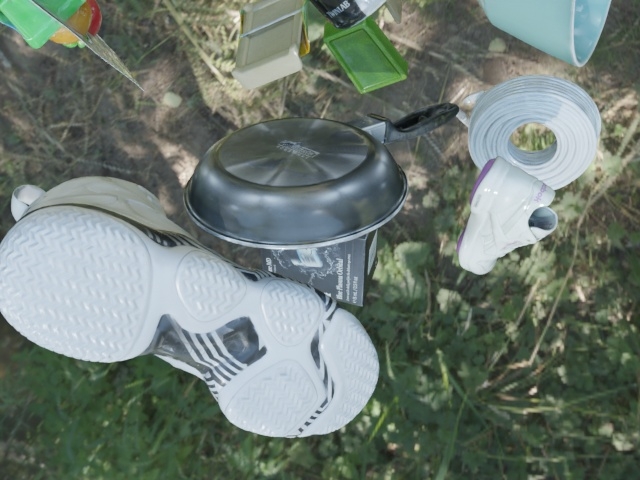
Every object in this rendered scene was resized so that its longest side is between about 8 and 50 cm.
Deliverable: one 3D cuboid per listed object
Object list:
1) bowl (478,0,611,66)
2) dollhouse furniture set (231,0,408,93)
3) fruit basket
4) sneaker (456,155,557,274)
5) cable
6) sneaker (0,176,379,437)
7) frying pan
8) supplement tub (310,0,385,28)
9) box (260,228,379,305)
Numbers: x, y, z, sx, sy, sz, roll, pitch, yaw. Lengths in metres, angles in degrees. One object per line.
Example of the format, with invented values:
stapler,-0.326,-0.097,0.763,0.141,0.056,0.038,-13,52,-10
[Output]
bowl,0.326,-0.419,1.076,0.163,0.311,0.312,15,126,26
dollhouse furniture set,-0.002,-0.376,1.403,0.301,0.198,0.151,-13,146,29
fruit basket,-0.533,-0.461,1.493,0.165,0.353,0.327,-41,69,0
sneaker,0.332,-0.014,1.337,0.152,0.114,0.305,25,153,17
cable,0.427,-0.213,1.504,0.257,0.089,0.257,-23,120,35
sneaker,-0.117,0.048,0.687,0.365,0.210,0.137,27,97,-31
frying pan,0.037,-0.074,0.672,0.326,0.197,0.053,-16,126,-19
supplement tub,-0.004,-0.298,0.677,0.117,0.117,0.190,-34,113,31
box,0.000,0.000,1.075,0.158,0.093,0.156,13,141,12
